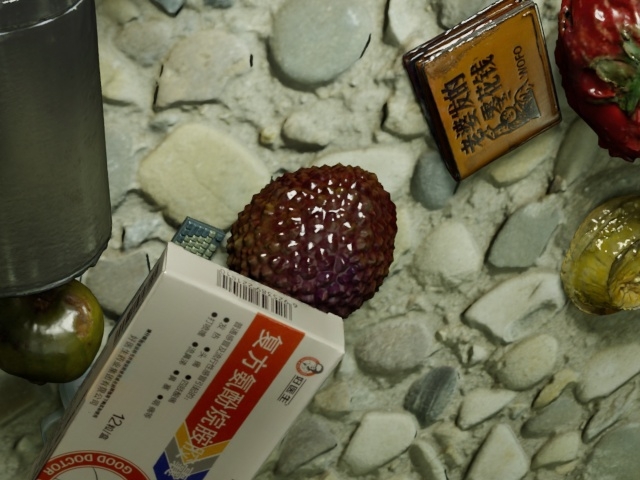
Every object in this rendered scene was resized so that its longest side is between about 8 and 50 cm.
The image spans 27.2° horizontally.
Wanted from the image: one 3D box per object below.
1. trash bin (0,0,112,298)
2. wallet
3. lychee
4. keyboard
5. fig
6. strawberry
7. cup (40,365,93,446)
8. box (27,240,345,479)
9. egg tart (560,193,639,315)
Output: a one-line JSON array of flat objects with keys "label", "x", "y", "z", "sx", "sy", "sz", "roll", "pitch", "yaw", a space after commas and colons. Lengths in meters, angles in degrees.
[{"label": "trash bin", "x": -0.298, "y": -0.124, "z": 1.219, "sx": 0.252, "sy": 0.203, "sz": 0.301, "roll": -48, "pitch": 147, "yaw": -47}, {"label": "wallet", "x": 0.195, "y": -0.172, "z": 1.531, "sx": 0.161, "sy": 0.042, "sz": 0.195, "roll": -29, "pitch": 130, "yaw": -6}, {"label": "lychee", "x": 0.000, "y": 0.000, "z": 1.459, "sx": 0.188, "sy": 0.188, "sz": 0.188, "roll": -13, "pitch": 127, "yaw": -18}, {"label": "keyboard", "x": -0.177, "y": 0.052, "z": 1.522, "sx": 0.055, "sy": 0.014, "sz": 0.176, "roll": 25, "pitch": 108, "yaw": -33}, {"label": "fig", "x": -0.307, "y": 0.094, "z": 1.443, "sx": 0.133, "sy": 0.185, "sz": 0.127, "roll": -2, "pitch": 83, "yaw": -17}, {"label": "strawberry", "x": 0.402, "y": -0.217, "z": 1.504, "sx": 0.274, "sy": 0.220, "sz": 0.274, "roll": 11, "pitch": 131, "yaw": 12}, {"label": "cup", "x": -0.263, "y": 0.224, "z": 1.547, "sx": 0.128, "sy": 0.095, "sz": 0.129, "roll": -16, "pitch": 125, "yaw": -13}, {"label": "box", "x": -0.152, "y": 0.186, "z": 1.435, "sx": 0.214, "sy": 0.069, "sz": 0.353, "roll": 25, "pitch": 120, "yaw": -18}, {"label": "egg tart", "x": 0.410, "y": 0.029, "z": 1.761, "sx": 0.191, "sy": 0.074, "sz": 0.191, "roll": -15, "pitch": 129, "yaw": -19}]
